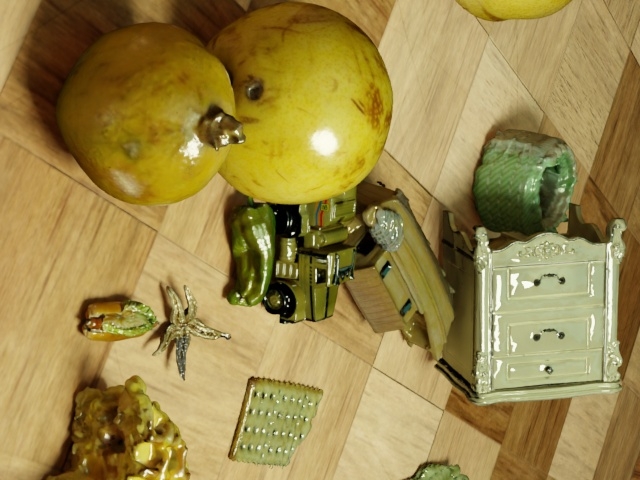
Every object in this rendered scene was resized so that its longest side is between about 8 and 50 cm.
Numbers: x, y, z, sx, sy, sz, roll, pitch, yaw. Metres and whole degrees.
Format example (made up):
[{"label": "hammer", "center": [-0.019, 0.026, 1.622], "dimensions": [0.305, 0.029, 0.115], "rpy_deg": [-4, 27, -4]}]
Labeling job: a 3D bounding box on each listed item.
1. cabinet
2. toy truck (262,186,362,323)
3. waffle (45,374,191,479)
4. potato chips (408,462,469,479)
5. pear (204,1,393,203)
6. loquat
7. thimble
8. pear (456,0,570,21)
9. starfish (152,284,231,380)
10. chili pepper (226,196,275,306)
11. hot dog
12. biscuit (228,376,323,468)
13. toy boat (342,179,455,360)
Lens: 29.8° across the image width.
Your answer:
[{"label": "cabinet", "center": [0.379, 0.106, 2.186], "dimensions": [0.289, 0.227, 0.318], "rpy_deg": [-3, 102, -12]}, {"label": "toy truck", "center": [-0.004, 0.001, 1.823], "dimensions": [0.127, 0.127, 0.257], "rpy_deg": [-14, 116, -55]}, {"label": "waffle", "center": [-0.295, 0.338, 1.484], "dimensions": [0.324, 0.151, 0.261], "rpy_deg": [-39, 128, -42]}, {"label": "potato chips", "center": [0.183, 0.627, 2.365], "dimensions": [0.429, 0.070, 0.359], "rpy_deg": [-24, 117, -52]}, {"label": "pear", "center": [-0.040, -0.181, 1.585], "dimensions": [0.280, 0.280, 0.281], "rpy_deg": [-24, 120, -51]}, {"label": "loquat", "center": [-0.185, -0.144, 1.394], "dimensions": [0.213, 0.246, 0.214], "rpy_deg": [-21, 117, -47]}, {"label": "thimble", "center": [0.405, -0.114, 2.366], "dimensions": [0.219, 0.150, 0.219], "rpy_deg": [-26, 122, -50]}, {"label": "pear", "center": [0.325, -0.515, 1.999], "dimensions": [0.314, 0.314, 0.315], "rpy_deg": [-24, 120, -51]}, {"label": "starfish", "center": [-0.181, 0.126, 1.670], "dimensions": [0.130, 0.041, 0.133], "rpy_deg": [13, 96, -48]}, {"label": "chili pepper", "center": [-0.096, -0.003, 1.725], "dimensions": [0.073, 0.072, 0.204], "rpy_deg": [-14, 116, -40]}, {"label": "hot dog", "center": [-0.255, 0.104, 1.554], "dimensions": [0.133, 0.041, 0.056], "rpy_deg": [5, 97, -56]}, {"label": "biscuit", "center": [-0.070, 0.293, 1.917], "dimensions": [0.203, 0.016, 0.144], "rpy_deg": [24, 81, -55]}, {"label": "toy boat", "center": [0.124, 0.064, 2.030], "dimensions": [0.162, 0.136, 0.445], "rpy_deg": [-53, 142, -17]}]
